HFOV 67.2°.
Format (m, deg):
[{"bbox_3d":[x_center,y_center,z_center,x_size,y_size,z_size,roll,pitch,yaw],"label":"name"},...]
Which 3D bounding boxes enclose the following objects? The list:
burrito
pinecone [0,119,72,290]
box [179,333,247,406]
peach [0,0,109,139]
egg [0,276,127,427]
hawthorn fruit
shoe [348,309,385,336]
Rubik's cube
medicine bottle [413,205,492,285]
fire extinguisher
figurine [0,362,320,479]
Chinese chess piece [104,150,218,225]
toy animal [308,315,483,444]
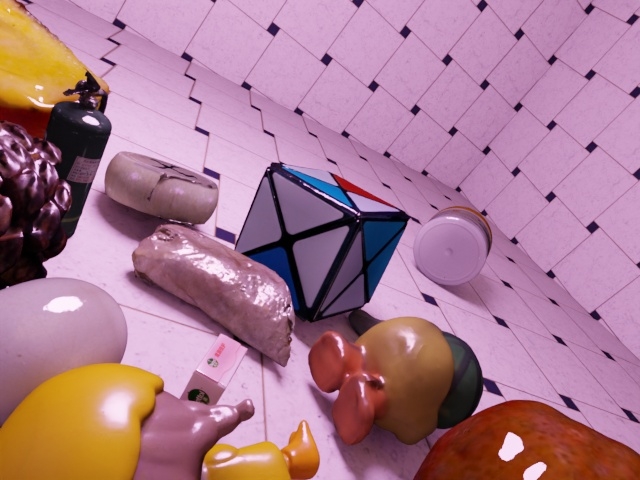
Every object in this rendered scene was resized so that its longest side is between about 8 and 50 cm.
[{"bbox_3d":[-0.174,0.077,0.879,0.348,0.107,0.175,31,35,4],"label":"burrito"},{"bbox_3d":[-0.452,-0.037,0.564,0.298,0.242,0.296,40,14,22],"label":"pinecone"},{"bbox_3d":[-0.149,0.195,0.621,0.043,0.125,0.089,30,21,-1],"label":"box"},{"bbox_3d":[-0.630,-0.297,0.887,0.380,0.242,0.306,43,42,-9],"label":"peach"},{"bbox_3d":[-0.314,0.121,0.528,0.151,0.151,0.209,39,28,16],"label":"egg"},{"bbox_3d":[0.248,0.350,0.579,0.325,0.308,0.308,23,21,-48],"label":"hawthorn fruit"},{"bbox_3d":[0.154,0.206,1.061,0.195,0.078,0.079,43,24,18],"label":"shoe"},{"bbox_3d":[0.000,0.000,1.028,0.250,0.246,0.248,33,20,26],"label":"Rubik's cube"},{"bbox_3d":[0.456,0.014,1.644,0.238,0.237,0.232,36,23,11],"label":"medicine bottle"},{"bbox_3d":[-0.402,-0.144,0.777,0.093,0.294,0.118,30,21,-1],"label":"fire extinguisher"},{"bbox_3d":[-0.143,0.243,0.479,0.344,0.187,0.215,24,35,-37],"label":"figurine"},{"bbox_3d":[-0.324,-0.109,1.003,0.238,0.092,0.238,22,8,-3],"label":"Chinese chess piece"},{"bbox_3d":[0.162,0.235,0.855,0.338,0.191,0.216,14,28,-38],"label":"toy animal"}]
